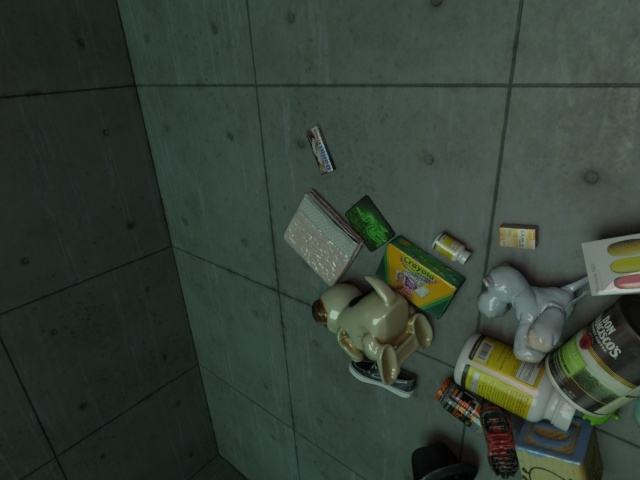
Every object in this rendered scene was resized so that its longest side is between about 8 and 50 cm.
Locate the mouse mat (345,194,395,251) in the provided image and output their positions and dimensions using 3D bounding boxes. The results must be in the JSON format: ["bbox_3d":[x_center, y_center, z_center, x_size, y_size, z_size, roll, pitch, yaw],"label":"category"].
[{"bbox_3d":[0.185,-0.062,1.546,0.189,0.007,0.153,54,136,6],"label":"mouse mat"}]

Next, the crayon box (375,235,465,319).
[{"bbox_3d":[0.346,0.129,1.437,0.279,0.081,0.165,36,132,24],"label":"crayon box"}]

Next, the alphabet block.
[{"bbox_3d":[0.746,0.682,1.268,0.193,0.194,0.196,-6,106,46],"label":"alphabet block"}]

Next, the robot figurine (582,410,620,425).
[{"bbox_3d":[0.821,0.492,1.192,0.101,0.067,0.115,38,132,34],"label":"robot figurine"}]

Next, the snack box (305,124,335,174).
[{"bbox_3d":[0.000,-0.346,1.560,0.064,0.022,0.178,-14,100,44],"label":"snack box"}]

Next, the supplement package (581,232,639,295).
[{"bbox_3d":[0.771,0.052,0.937,0.244,0.134,0.138,-17,73,46],"label":"supplement package"}]

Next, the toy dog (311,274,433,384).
[{"bbox_3d":[0.148,0.300,1.550,0.408,0.284,0.395,11,138,51],"label":"toy dog"}]

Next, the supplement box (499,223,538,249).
[{"bbox_3d":[0.578,-0.012,1.183,0.099,0.036,0.062,6,115,41],"label":"supplement box"}]

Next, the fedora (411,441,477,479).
[{"bbox_3d":[0.470,0.931,1.654,0.152,0.335,0.333,-109,29,-46],"label":"fedora"}]

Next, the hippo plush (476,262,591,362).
[{"bbox_3d":[0.565,0.185,1.153,0.237,0.234,0.293,34,131,25],"label":"hippo plush"}]

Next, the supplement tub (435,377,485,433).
[{"bbox_3d":[0.526,0.598,1.484,0.191,0.117,0.116,32,129,27],"label":"supplement tub"}]

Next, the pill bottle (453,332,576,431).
[{"bbox_3d":[0.612,0.440,1.271,0.334,0.188,0.187,22,124,35],"label":"pill bottle"}]

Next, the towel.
[{"bbox_3d":[0.000,0.000,1.713,0.332,0.054,0.316,46,136,17],"label":"towel"}]

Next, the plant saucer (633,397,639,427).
[{"bbox_3d":[0.960,0.501,1.089,0.195,0.038,0.194,21,124,35],"label":"plant saucer"}]

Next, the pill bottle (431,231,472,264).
[{"bbox_3d":[0.429,0.028,1.322,0.116,0.065,0.065,37,132,24],"label":"pill bottle"}]

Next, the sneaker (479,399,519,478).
[{"bbox_3d":[0.587,0.641,1.335,0.098,0.135,0.275,-12,102,21],"label":"sneaker"}]

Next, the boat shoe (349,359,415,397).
[{"bbox_3d":[0.258,0.558,1.722,0.302,0.108,0.102,16,121,34],"label":"boat shoe"}]

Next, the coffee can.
[{"bbox_3d":[0.765,0.304,1.051,0.202,0.202,0.275,41,133,20],"label":"coffee can"}]
